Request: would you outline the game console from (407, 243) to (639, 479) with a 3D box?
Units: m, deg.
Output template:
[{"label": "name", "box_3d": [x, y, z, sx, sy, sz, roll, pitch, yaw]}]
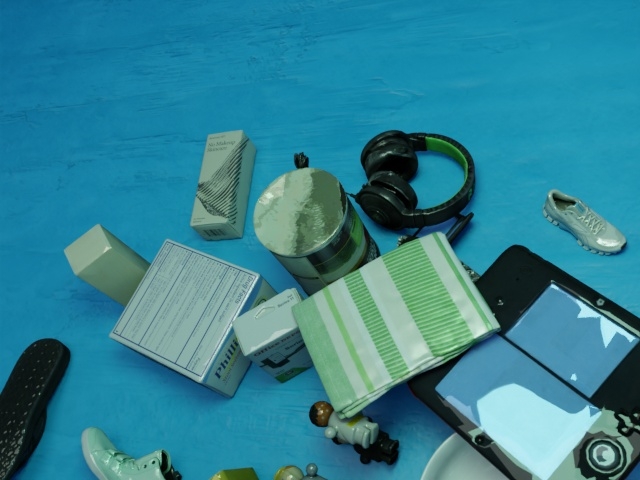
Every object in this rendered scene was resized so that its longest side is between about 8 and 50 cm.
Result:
[{"label": "game console", "box_3d": [0.369, 0.219, 1.121, 0.342, 0.060, 0.386, -48, 55, -4]}]

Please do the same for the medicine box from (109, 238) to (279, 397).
[{"label": "medicine box", "box_3d": [-0.281, 0.175, 1.543, 0.289, 0.149, 0.263, 19, 72, 28]}]

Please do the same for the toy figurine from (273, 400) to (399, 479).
[{"label": "toy figurine", "box_3d": [0.029, 0.415, 1.262, 0.148, 0.209, 0.213, 16, 69, 33]}]

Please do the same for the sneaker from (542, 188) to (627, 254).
[{"label": "sneaker", "box_3d": [0.538, -0.042, 1.385, 0.191, 0.083, 0.071, 37, 79, 31]}]

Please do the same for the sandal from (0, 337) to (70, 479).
[{"label": "sandal", "box_3d": [-0.720, 0.448, 1.609, 0.168, 0.107, 0.445, 5, 53, 25]}]

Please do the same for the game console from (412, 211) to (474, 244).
[{"label": "game console", "box_3d": [0.266, -0.027, 1.490, 0.071, 0.107, 0.122, 40, 82, 4]}]

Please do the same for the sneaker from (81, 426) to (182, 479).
[{"label": "sneaker", "box_3d": [-0.404, 0.475, 1.462, 0.151, 0.094, 0.256, -44, 67, 2]}]

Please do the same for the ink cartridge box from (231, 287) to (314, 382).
[{"label": "ink cartridge box", "box_3d": [-0.070, 0.203, 1.411, 0.153, 0.208, 0.087, -30, 57, 4]}]

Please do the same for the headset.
[{"label": "headset", "box_3d": [0.145, -0.152, 1.518, 0.394, 0.185, 0.243, -3, 54, 15]}]

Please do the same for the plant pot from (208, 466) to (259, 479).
[{"label": "plant pot", "box_3d": [-0.185, 0.574, 1.271, 0.212, 0.212, 0.187, -39, 69, -2]}]

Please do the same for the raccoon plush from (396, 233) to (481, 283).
[{"label": "raccoon plush", "box_3d": [0.222, 0.190, 1.322, 0.446, 0.216, 0.299, 31, 86, 31]}]

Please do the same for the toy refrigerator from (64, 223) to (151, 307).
[{"label": "toy refrigerator", "box_3d": [-0.472, 0.075, 1.598, 0.102, 0.269, 0.094, -38, 57, 0]}]

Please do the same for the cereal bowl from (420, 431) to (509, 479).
[{"label": "cereal bowl", "box_3d": [0.333, 0.473, 1.121, 0.339, 0.141, 0.339, -11, 59, 19]}]

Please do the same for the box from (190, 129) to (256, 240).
[{"label": "box", "box_3d": [-0.246, -0.141, 1.730, 0.113, 0.094, 0.275, -6, 62, 19]}]

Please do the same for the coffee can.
[{"label": "coffee can", "box_3d": [0.000, 0.000, 1.453, 0.201, 0.275, 0.201, -9, 61, 17]}]

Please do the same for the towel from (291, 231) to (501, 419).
[{"label": "towel", "box_3d": [0.127, 0.144, 1.222, 0.325, 0.038, 0.248, -31, 56, 8]}]
